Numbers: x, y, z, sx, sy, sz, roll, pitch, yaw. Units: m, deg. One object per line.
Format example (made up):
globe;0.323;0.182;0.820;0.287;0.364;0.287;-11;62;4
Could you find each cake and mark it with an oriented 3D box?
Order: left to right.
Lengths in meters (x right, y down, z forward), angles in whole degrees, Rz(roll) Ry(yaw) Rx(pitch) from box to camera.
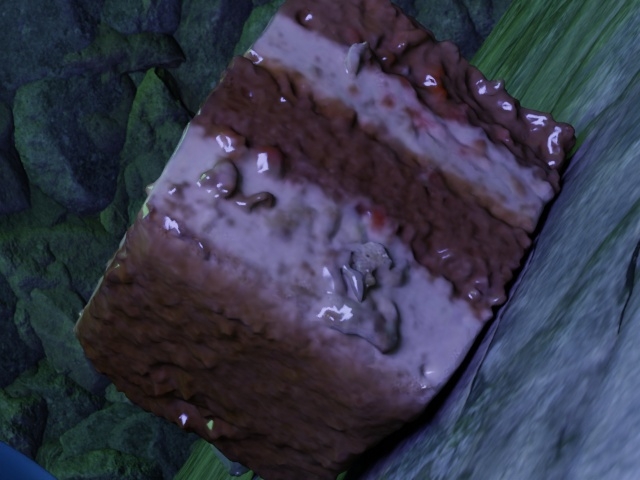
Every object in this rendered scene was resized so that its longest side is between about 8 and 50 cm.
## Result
cake;0.000;0.000;0.922;0.290;0.255;0.282;-63;7;-35

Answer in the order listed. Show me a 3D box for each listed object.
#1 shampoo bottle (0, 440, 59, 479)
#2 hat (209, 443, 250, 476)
shampoo bottle;-0.414;0.380;1.207;0.343;0.331;0.331;-57;2;3
hat;-0.073;0.236;1.564;0.166;0.081;0.122;-40;-33;15
